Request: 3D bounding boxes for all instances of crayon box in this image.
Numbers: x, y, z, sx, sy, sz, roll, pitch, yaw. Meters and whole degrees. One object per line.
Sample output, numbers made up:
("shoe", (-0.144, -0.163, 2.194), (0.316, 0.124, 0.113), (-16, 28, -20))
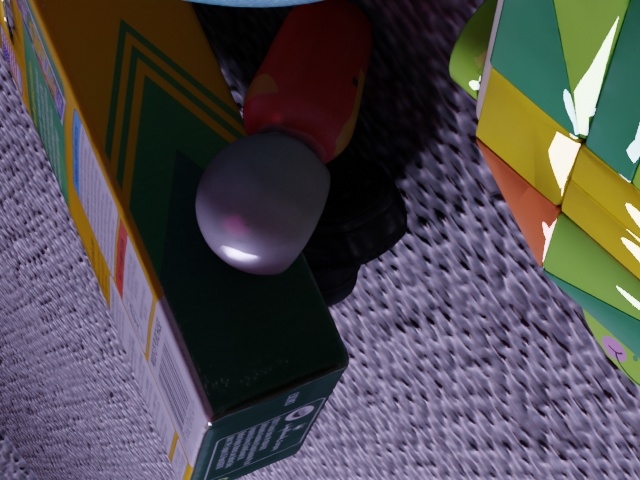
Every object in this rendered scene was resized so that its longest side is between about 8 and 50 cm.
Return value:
("crayon box", (-0.095, -0.034, 0.888), (0.203, 0.083, 0.323), (113, 134, -69))

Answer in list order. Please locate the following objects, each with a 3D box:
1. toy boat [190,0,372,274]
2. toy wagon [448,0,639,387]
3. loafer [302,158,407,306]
("toy boat", (-0.044, -0.120, 0.664), (0.267, 0.148, 0.318), (7, 149, 22))
("toy wagon", (0.157, -0.012, 0.596), (0.267, 0.068, 0.344), (44, 156, 21))
("loafer", (0.000, 0.000, 0.913), (0.078, 0.076, 0.223), (62, 163, -10))
